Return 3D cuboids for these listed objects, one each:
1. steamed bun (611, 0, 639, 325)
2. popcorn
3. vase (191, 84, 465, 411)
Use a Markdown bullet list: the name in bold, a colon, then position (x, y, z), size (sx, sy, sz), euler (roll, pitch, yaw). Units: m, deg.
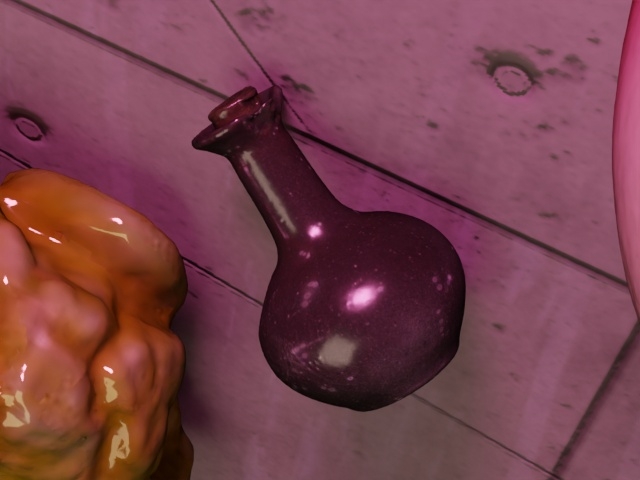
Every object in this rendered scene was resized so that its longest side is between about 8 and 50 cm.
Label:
- **steamed bun**: position (0.217, -0.039, 0.515), size (0.309, 0.309, 0.309), euler (20, 144, 15)
- **popcorn**: position (-0.229, 0.108, 1.030), size (0.292, 0.293, 0.334), euler (31, 162, 3)
- **vase**: position (0.000, 0.000, 0.870), size (0.120, 0.120, 0.183), euler (-20, 106, 49)
